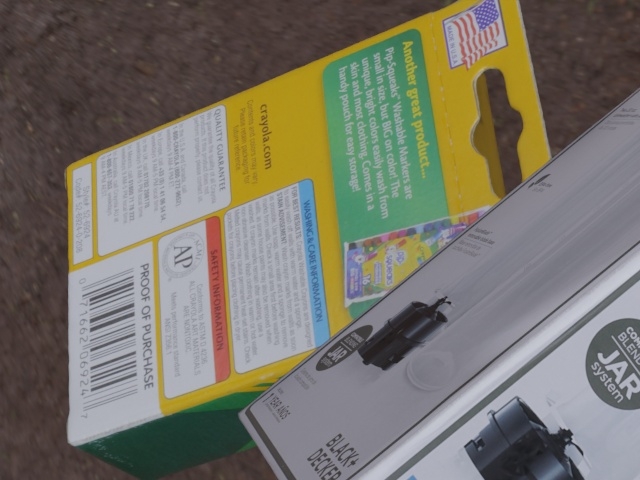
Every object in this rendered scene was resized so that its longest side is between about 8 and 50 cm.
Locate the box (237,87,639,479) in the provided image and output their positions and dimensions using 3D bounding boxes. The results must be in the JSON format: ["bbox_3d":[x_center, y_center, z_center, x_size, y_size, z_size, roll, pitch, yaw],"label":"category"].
[{"bbox_3d":[0.117,0.019,0.552,0.290,0.169,0.087,-40,101,-6],"label":"box"}]

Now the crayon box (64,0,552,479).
[{"bbox_3d":[0.000,0.000,0.927,0.323,0.203,0.083,-21,146,23],"label":"crayon box"}]
